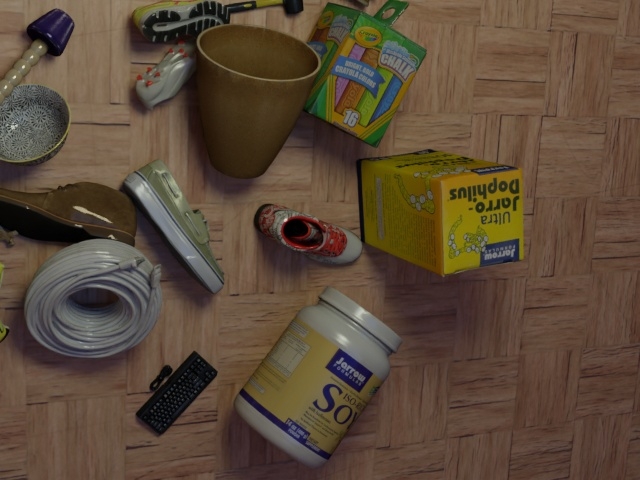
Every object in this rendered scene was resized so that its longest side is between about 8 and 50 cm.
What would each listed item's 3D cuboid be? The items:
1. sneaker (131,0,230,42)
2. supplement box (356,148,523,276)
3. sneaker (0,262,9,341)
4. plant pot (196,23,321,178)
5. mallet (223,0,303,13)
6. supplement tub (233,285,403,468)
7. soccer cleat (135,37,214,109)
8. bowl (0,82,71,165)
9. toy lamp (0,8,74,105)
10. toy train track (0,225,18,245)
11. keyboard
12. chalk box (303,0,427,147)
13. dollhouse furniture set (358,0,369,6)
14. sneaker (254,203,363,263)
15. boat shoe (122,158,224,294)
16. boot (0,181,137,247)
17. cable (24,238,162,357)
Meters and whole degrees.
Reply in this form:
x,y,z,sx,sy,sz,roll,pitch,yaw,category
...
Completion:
x,y,z,sx,sy,sz,roll,pitch,yaw,category
-0.269,-0.433,1.833,0.208,0.094,0.081,-10,122,-40,sneaker
0.243,-0.070,1.998,0.194,0.356,0.195,-10,106,-24,supplement box
-0.668,0.029,1.737,0.147,0.145,0.384,-15,104,-58,sneaker
-0.139,-0.257,1.857,0.237,0.237,0.254,-5,129,-24,plant pot
-0.125,-0.488,1.918,0.190,0.039,0.062,-7,104,-20,mallet
-0.002,0.289,2.025,0.241,0.241,0.331,39,84,-27,supplement tub
-0.282,-0.333,1.865,0.196,0.068,0.076,-42,151,-23,soccer cleat
-0.533,-0.197,1.746,0.170,0.170,0.080,-36,158,-14,bowl
-0.545,-0.307,1.713,0.080,0.080,0.274,45,66,-26,toy lamp
-0.602,-0.016,1.784,0.048,0.014,0.083,-19,132,13,toy train track
-0.310,0.316,2.009,0.180,0.023,0.108,-48,116,-10,keyboard
0.079,-0.368,1.939,0.179,0.180,0.289,24,97,-28,chalk box
0.051,-0.622,1.903,0.301,0.151,0.197,26,89,-28,dollhouse furniture set
-0.001,0.001,2.017,0.270,0.145,0.090,22,91,-28,sneaker
-0.273,-0.026,1.907,0.094,0.109,0.302,-40,112,-15,boat shoe
-0.499,-0.062,1.815,0.305,0.112,0.115,16,64,-23,boot
-0.433,0.113,1.819,0.257,0.089,0.257,-3,130,-13,cable
